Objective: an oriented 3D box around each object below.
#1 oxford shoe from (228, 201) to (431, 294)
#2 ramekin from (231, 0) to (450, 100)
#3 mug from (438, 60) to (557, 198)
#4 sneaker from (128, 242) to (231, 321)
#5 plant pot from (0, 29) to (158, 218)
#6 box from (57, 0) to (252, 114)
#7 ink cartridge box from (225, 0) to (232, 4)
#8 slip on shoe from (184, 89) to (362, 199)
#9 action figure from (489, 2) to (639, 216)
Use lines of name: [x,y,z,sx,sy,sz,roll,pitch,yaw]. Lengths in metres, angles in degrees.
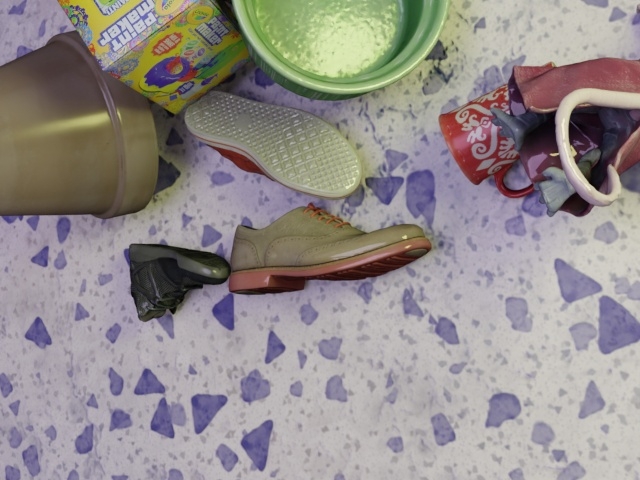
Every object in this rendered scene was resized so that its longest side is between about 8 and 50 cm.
oxford shoe: [0.000,0.000,1.446,0.348,0.123,0.130,-10,78,28]
ramekin: [0.019,-0.343,1.358,0.304,0.148,0.303,0,87,-8]
mug: [0.273,-0.153,1.319,0.169,0.150,0.113,-29,38,22]
sneaker: [-0.237,0.077,1.596,0.228,0.087,0.130,6,95,38]
plant pot: [-0.464,-0.164,1.561,0.323,0.280,0.323,30,130,44]
box: [-0.265,-0.373,1.417,0.177,0.290,0.279,-35,79,6]
ink cartridge box: [-0.137,-0.501,1.416,0.130,0.309,0.271,24,99,0]
slip on shoe: [-0.068,-0.145,1.501,0.331,0.101,0.123,24,76,31]
action figure: [0.401,-0.182,1.130,0.370,0.276,0.248,-20,86,-1]
